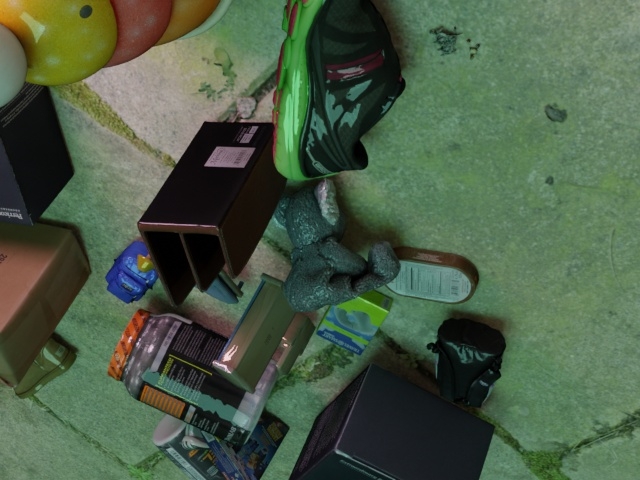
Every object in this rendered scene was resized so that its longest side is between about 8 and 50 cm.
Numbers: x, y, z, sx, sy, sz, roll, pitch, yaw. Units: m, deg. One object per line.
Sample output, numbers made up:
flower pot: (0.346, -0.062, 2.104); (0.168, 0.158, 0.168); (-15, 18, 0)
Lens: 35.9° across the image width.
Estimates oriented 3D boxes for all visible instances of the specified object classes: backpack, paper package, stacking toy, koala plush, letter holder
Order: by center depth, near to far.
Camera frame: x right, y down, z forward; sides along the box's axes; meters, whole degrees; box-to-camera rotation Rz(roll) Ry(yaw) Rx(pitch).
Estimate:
stacking toy: (-0.349, -0.320, 1.335); (0.350, 0.480, 0.350); (16, 138, 15)
letter holder: (-0.168, -0.039, 1.751); (0.152, 0.302, 0.214); (3, 131, 20)
koala plush: (0.000, 0.000, 1.812); (0.196, 0.203, 0.221); (-7, 104, 49)
backpack: (0.295, 0.243, 1.946); (0.152, 0.115, 0.182); (20, 137, 22)
backpack: (-0.386, 0.069, 2.079); (0.098, 0.101, 0.120); (33, 131, -18)
paper package: (-0.705, 0.110, 2.082); (0.309, 0.325, 0.168); (11, 137, 15)

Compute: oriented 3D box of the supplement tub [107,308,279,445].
supplement tub: (-0.275, 0.290, 2.154); (0.338, 0.207, 0.207); (26, 134, -1)

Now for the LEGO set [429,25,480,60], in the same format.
LEGO set: (0.208, -0.308, 1.553); (0.083, 0.023, 0.054); (12, 133, 12)

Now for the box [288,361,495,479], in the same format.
box: (0.134, 0.469, 2.089); (0.293, 0.212, 0.395); (28, 148, -4)

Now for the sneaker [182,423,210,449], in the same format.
sneaker: (-0.222, 0.434, 2.348); (0.086, 0.132, 0.228); (-13, 161, 43)

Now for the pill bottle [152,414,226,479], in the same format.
pill bottle: (-0.285, 0.523, 2.419); (0.130, 0.130, 0.246); (-22, 119, 36)

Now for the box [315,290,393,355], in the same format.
box: (0.064, 0.162, 2.017); (0.109, 0.042, 0.178); (26, 134, -1)

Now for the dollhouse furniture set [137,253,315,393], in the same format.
dollhouse furniture set: (-0.215, 0.153, 1.971); (0.303, 0.198, 0.286); (23, 163, 24)

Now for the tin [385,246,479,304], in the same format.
tin: (0.205, 0.067, 1.881); (0.189, 0.040, 0.106); (9, 128, 15)

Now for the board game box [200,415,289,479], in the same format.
board game box: (-0.170, 0.455, 2.295); (0.060, 0.194, 0.194); (-31, 93, 42)

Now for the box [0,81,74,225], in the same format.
box: (-0.696, -0.217, 1.894); (0.343, 0.179, 0.312); (8, 131, 16)

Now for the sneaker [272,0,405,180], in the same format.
sneaker: (0.041, -0.302, 1.554); (0.202, 0.185, 0.483); (3, 135, -10)

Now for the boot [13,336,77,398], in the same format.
boot: (-0.751, 0.242, 2.396); (0.236, 0.089, 0.269); (-34, 112, 29)
